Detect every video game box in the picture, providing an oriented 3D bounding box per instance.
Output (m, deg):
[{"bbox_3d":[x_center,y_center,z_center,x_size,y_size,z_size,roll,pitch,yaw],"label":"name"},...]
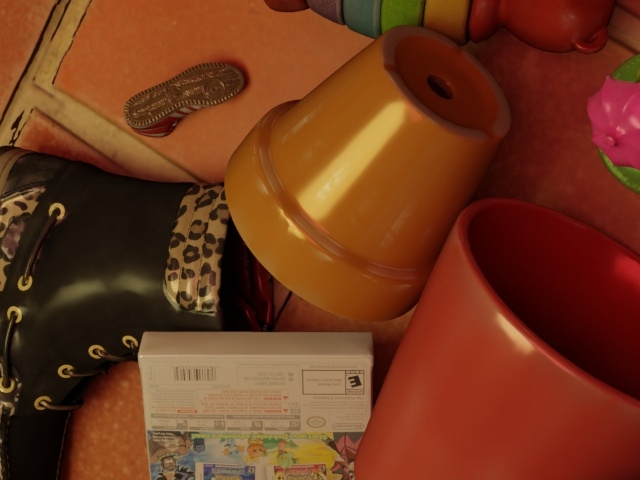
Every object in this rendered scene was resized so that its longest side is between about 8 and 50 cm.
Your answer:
[{"bbox_3d":[-0.053,0.168,1.463,0.205,0.048,0.187,0,118,2],"label":"video game box"}]

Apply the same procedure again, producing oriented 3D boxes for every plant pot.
[{"bbox_3d":[0.054,-0.069,1.363,0.205,0.205,0.188,50,127,12],"label":"plant pot"},{"bbox_3d":[0.168,0.140,1.339,0.275,0.275,0.243,39,117,16],"label":"plant pot"}]

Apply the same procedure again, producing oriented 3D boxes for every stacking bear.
[{"bbox_3d":[0.110,-0.236,1.383,0.289,0.164,0.175,15,58,10],"label":"stacking bear"}]

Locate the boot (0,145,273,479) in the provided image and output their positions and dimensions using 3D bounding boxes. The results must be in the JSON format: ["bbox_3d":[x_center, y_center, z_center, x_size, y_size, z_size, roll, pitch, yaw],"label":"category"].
[{"bbox_3d":[-0.197,0.104,1.546,0.284,0.138,0.378,4,90,22],"label":"boot"}]

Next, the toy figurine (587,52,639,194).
[{"bbox_3d":[0.278,-0.113,1.318,0.130,0.159,0.173,36,105,16],"label":"toy figurine"}]

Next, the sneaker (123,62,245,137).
[{"bbox_3d":[-0.129,-0.132,1.553,0.118,0.067,0.042,-19,83,-8],"label":"sneaker"}]
